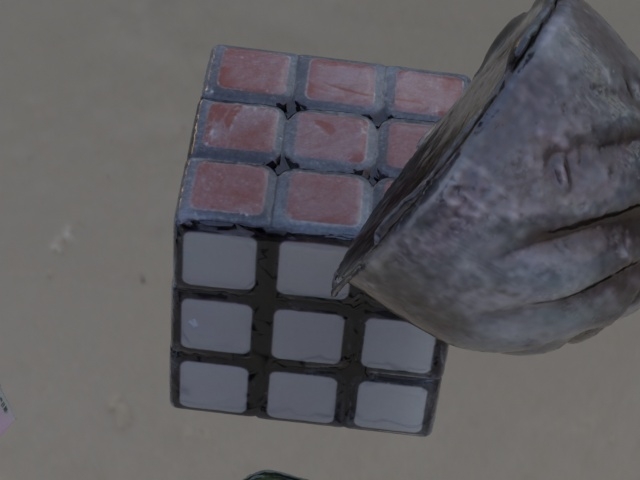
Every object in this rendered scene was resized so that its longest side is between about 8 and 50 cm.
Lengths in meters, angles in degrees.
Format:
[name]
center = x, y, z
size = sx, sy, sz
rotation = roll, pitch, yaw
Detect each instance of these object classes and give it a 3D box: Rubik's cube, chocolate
[Rubik's cube]
center = 0.000, 0.000, 1.860
size = 0.304, 0.301, 0.305
rotation = 7, 44, 2
[chocolate]
center = 0.173, -0.024, 1.317
size = 0.213, 0.303, 0.303
rotation = 35, 67, -4

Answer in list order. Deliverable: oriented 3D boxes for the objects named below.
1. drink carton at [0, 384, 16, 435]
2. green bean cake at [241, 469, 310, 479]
[drink carton]
center = -0.463, 0.133, 1.753
size = 0.271, 0.161, 0.108
rotation = 11, 46, 34
[green bean cake]
center = -0.017, 0.232, 1.027
size = 0.183, 0.094, 0.185
rotation = 15, 32, 31
